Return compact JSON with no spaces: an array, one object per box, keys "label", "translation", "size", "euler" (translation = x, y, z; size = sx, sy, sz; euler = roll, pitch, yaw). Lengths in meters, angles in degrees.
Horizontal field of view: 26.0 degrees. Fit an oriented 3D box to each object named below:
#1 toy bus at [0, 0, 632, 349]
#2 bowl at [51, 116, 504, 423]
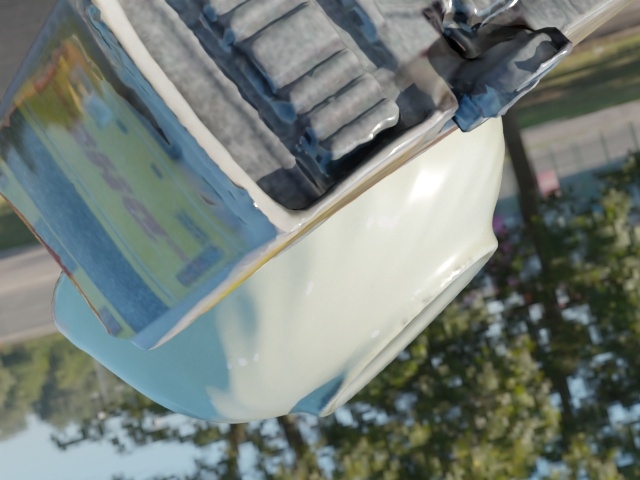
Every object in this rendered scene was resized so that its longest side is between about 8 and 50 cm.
[{"label":"toy bus","translation":[0.053,-0.091,0.465],"size":[0.342,0.097,0.138],"euler":[-37,175,-40]},{"label":"bowl","translation":[0.000,0.000,0.759],"size":[0.277,0.145,0.277],"euler":[-41,171,-8]}]
